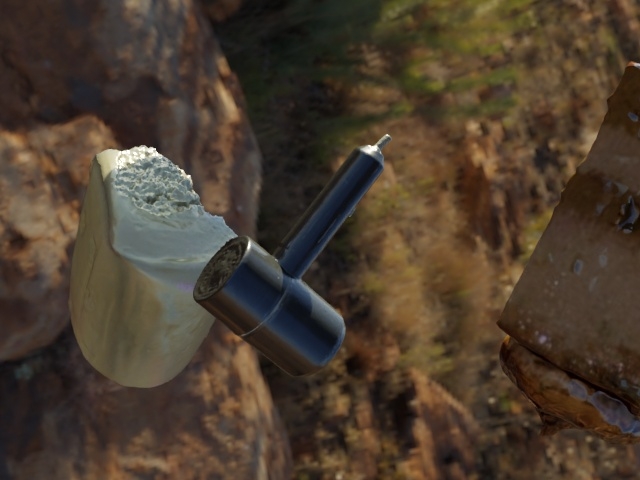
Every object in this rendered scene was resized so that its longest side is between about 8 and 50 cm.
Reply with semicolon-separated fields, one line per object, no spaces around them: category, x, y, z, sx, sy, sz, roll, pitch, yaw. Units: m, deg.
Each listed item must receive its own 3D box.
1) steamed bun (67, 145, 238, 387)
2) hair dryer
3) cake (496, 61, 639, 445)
steamed bun;-0.184;0.040;1.423;0.170;0.225;0.200;1;42;-27
hair dryer;0.000;0.000;1.116;0.124;0.071;0.219;38;82;-24
cake;0.267;0.042;0.962;0.293;0.198;0.196;-60;152;6
